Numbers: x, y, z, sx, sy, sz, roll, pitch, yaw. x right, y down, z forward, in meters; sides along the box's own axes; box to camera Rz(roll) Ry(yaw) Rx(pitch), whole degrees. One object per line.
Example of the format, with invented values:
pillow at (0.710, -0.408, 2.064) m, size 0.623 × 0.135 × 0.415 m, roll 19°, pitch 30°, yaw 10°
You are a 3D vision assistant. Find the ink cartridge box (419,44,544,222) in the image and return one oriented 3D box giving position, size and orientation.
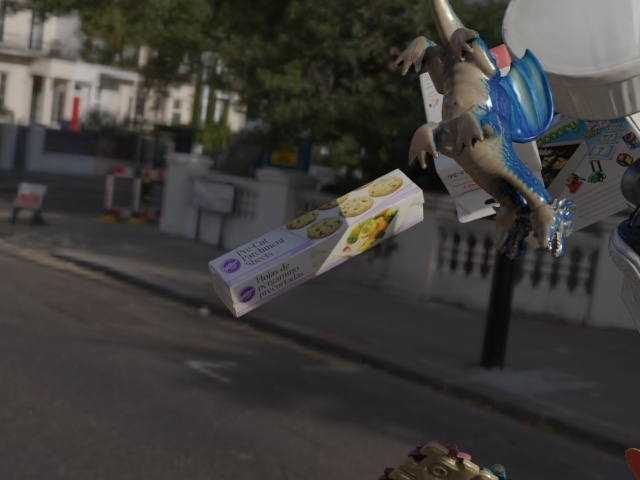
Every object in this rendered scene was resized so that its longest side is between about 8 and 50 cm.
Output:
ink cartridge box at (0.194, -0.129, 1.289) m, size 0.115 × 0.198 × 0.067 m, roll -19°, pitch -37°, yaw 18°

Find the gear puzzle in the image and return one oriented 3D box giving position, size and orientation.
gear puzzle at (0.138, 0.378, 1.501) m, size 0.175 × 0.339 × 0.044 m, roll 30°, pitch 45°, yaw -10°

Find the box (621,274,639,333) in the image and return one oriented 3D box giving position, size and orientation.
box at (0.615, 0.083, 1.583) m, size 0.290 × 0.087 × 0.169 m, roll -11°, pitch 44°, yaw -2°

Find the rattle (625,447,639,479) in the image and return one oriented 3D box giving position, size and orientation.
rattle at (0.349, 0.304, 0.991) m, size 0.143 × 0.130 × 0.199 m, roll 31°, pitch 28°, yaw -23°

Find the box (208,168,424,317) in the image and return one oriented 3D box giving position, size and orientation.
box at (0.000, 0.000, 1.513) m, size 0.324 × 0.063 × 0.067 m, roll -26°, pitch 46°, yaw -19°

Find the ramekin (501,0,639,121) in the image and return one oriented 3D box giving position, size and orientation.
ramekin at (0.411, -0.292, 1.553) m, size 0.273 × 0.272 × 0.127 m, roll 10°, pitch -31°, yaw 33°

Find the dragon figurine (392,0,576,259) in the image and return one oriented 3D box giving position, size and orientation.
dragon figurine at (0.142, -0.121, 0.921) m, size 0.085 × 0.289 × 0.144 m, roll -20°, pitch -21°, yaw 37°

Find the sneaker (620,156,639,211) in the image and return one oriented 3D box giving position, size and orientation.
sneaker at (0.468, -0.101, 1.287) m, size 0.127 × 0.126 × 0.321 m, roll 41°, pitch -18°, yaw -22°

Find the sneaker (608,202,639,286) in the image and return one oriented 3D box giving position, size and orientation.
sneaker at (0.432, 0.004, 1.043) m, size 0.269 × 0.153 × 0.101 m, roll 19°, pitch 35°, yaw 1°

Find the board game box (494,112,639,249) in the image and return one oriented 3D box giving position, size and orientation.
board game box at (0.433, -0.120, 1.824) m, size 0.305 × 0.193 × 0.053 m, roll -28°, pitch 17°, yaw 42°
